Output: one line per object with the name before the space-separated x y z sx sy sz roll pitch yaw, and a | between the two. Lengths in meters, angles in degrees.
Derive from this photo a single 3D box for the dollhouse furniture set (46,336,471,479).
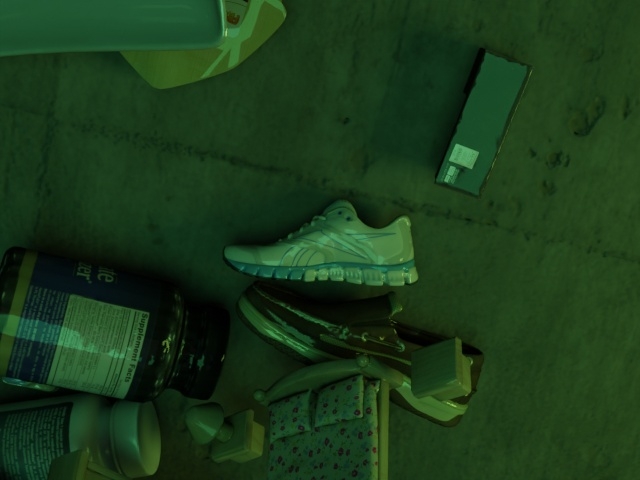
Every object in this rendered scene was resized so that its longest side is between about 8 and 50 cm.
dollhouse furniture set | -0.061 0.237 0.730 0.356 0.303 0.174 -25 135 32

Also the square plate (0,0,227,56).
square plate | -0.229 -0.325 0.721 0.347 0.049 0.343 4 109 28

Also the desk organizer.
desk organizer | 0.148 -0.110 0.830 0.047 0.050 0.130 19 107 -4

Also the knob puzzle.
knob puzzle | -0.123 -0.234 0.813 0.213 0.030 0.213 0 107 1

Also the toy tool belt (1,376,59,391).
toy tool belt | -0.309 0.126 0.927 0.083 0.052 0.051 12 76 -5

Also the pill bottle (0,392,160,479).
pill bottle | -0.263 0.213 0.915 0.180 0.108 0.107 -9 107 5

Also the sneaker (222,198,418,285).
sneaker | 0.000 0.000 0.869 0.191 0.071 0.082 1 94 -1

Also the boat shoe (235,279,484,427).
boat shoe | 0.046 0.088 0.880 0.258 0.095 0.095 26 100 -16

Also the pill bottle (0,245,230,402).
pill bottle | -0.205 0.088 0.858 0.219 0.123 0.122 14 108 -17
